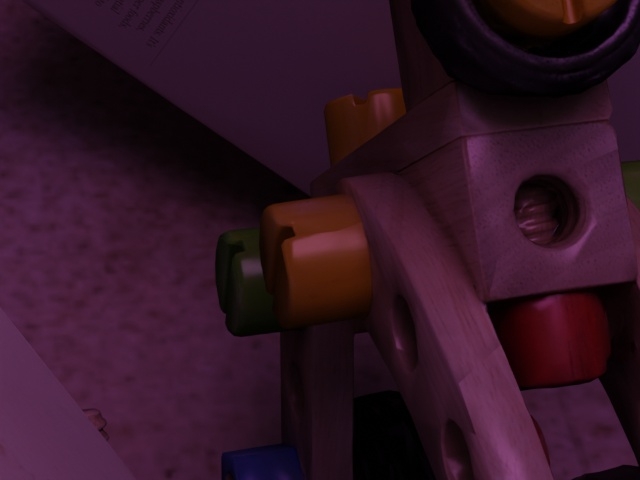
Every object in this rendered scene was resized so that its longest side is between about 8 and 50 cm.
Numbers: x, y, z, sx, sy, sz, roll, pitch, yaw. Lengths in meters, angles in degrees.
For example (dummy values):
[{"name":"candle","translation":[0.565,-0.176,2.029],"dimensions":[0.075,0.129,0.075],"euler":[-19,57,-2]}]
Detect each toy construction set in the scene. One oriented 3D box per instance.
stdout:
[{"name":"toy construction set","translation":[0.000,0.000,0.460],"dimensions":[0.309,0.257,0.237],"euler":[-10,92,10]}]

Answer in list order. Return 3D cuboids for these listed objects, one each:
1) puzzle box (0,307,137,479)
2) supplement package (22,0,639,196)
[{"name":"puzzle box","translation":[-0.058,0.154,0.239],"dimensions":[0.409,0.052,0.272],"euler":[51,25,2]},{"name":"supplement package","translation":[0.038,-0.131,0.591],"dimensions":[0.293,0.177,0.175],"euler":[35,51,-10]}]
